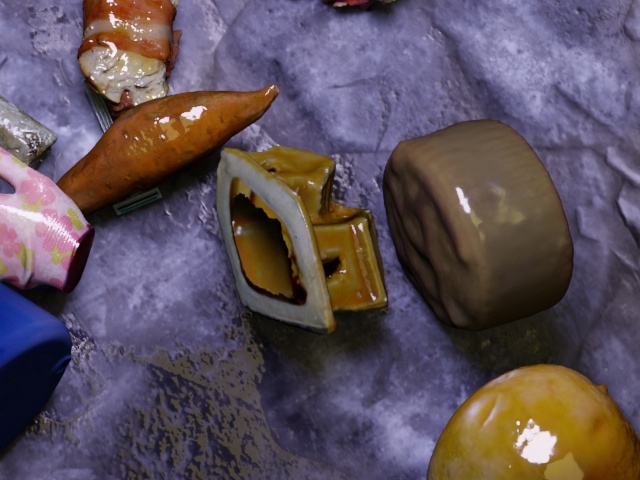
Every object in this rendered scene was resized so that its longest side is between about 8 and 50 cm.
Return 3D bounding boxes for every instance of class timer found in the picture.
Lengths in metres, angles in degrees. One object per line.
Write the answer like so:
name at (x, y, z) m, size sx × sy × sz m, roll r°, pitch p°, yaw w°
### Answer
timer at (-0.527, 0.096, 1.216) m, size 0.384 × 0.270 × 0.270 m, roll 38°, pitch 76°, yaw 11°

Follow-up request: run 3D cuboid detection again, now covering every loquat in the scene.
loquat at (0.287, 0.305, 1.339) m, size 0.284 × 0.276 × 0.276 m, roll -39°, pitch 91°, yaw 10°

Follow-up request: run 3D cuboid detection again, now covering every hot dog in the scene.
hot dog at (-0.265, -0.270, 1.373) m, size 0.146 × 0.103 × 0.213 m, roll 18°, pitch 68°, yaw -28°

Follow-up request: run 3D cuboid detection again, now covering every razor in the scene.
razor at (-0.284, -0.134, 1.384) m, size 0.068 × 0.037 × 0.191 m, roll -23°, pitch 88°, yaw -4°

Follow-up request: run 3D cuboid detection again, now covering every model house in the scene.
model house at (0.001, -0.011, 1.363) m, size 0.239 × 0.173 × 0.267 m, roll -9°, pitch 85°, yaw -44°

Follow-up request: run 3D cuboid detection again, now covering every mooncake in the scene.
mooncake at (0.197, -0.016, 1.342) m, size 0.156 × 0.284 × 0.284 m, roll -22°, pitch 87°, yaw -14°

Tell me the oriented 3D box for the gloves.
gloves at (-0.408, -0.029, 1.272) m, size 0.241 × 0.145 × 0.126 m, roll 22°, pitch 45°, yaw 3°

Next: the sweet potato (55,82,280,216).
sweet potato at (-0.218, -0.129, 1.314) m, size 0.359 × 0.112 × 0.112 m, roll -25°, pitch 88°, yaw -4°

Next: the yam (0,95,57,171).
yam at (-0.441, -0.161, 1.338) m, size 0.179 × 0.078 × 0.078 m, roll 37°, pitch 76°, yaw -3°

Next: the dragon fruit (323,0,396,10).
dragon fruit at (0.024, -0.405, 1.449) m, size 0.236 × 0.135 × 0.137 m, roll 5°, pitch 86°, yaw 7°
